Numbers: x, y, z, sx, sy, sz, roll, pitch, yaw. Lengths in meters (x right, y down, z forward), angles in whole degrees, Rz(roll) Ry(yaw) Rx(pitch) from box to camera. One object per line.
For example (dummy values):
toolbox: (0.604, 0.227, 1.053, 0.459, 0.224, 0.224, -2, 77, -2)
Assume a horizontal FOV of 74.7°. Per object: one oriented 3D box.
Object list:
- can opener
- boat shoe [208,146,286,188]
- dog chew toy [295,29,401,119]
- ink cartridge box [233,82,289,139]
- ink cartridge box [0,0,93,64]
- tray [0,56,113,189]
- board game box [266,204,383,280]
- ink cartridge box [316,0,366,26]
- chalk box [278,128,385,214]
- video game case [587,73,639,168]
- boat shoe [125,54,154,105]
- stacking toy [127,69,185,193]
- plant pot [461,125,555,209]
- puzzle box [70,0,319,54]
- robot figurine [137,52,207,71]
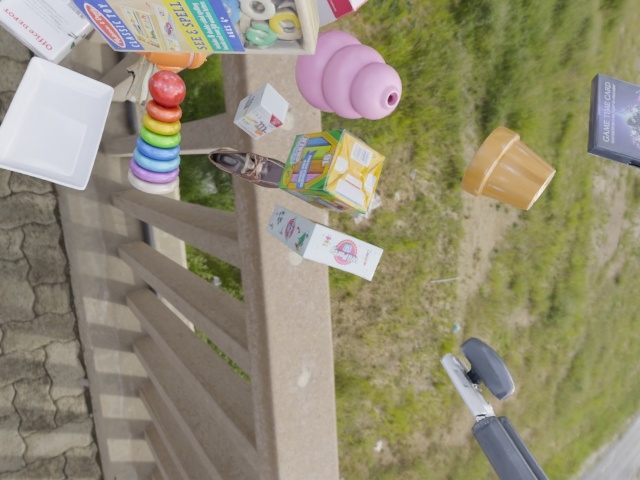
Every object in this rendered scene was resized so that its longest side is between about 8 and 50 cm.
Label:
can opener: (0.278, 0.275, 0.618, 0.076, 0.284, 0.095, 20, 120, -41)
boat shoe: (-0.264, -0.278, 1.601, 0.341, 0.123, 0.123, 20, 100, 6)
dog chew toy: (0.078, -0.410, 1.076, 0.206, 0.332, 0.207, -22, 133, -25)
ink cartridge box: (-0.242, -0.522, 1.712, 0.128, 0.176, 0.128, 34, 54, -37)
ink cartridge box: (-0.704, -0.596, 1.103, 0.160, 0.092, 0.219, 42, 74, -27)
tray: (-0.482, -0.213, 0.769, 0.145, 0.030, 0.271, 18, 52, -32)
board game box: (0.000, 0.000, 1.200, 0.223, 0.303, 0.098, 20, 95, -29)
ink cartridge box: (0.015, -0.726, 1.230, 0.226, 0.306, 0.131, -54, 128, -30)
chalk box: (0.009, -0.197, 1.232, 0.180, 0.288, 0.179, 23, 82, -37)
video game case: (0.649, -0.204, 0.792, 0.274, 0.026, 0.196, 18, 65, 5)
boat shoe: (-0.554, -0.514, 1.281, 0.072, 0.068, 0.190, 11, 81, -33)
stacking toy: (-0.437, -0.295, 1.137, 0.141, 0.141, 0.330, -6, 134, -35)
plant pot: (0.538, -0.189, 1.185, 0.205, 0.188, 0.205, -41, 154, -26)
puzzle box: (-0.161, -0.304, 0.336, 0.409, 0.271, 0.052, 60, 37, -74)
robot figurine: (-0.427, -0.572, 1.219, 0.219, 0.128, 0.158, -4, 115, -33)
